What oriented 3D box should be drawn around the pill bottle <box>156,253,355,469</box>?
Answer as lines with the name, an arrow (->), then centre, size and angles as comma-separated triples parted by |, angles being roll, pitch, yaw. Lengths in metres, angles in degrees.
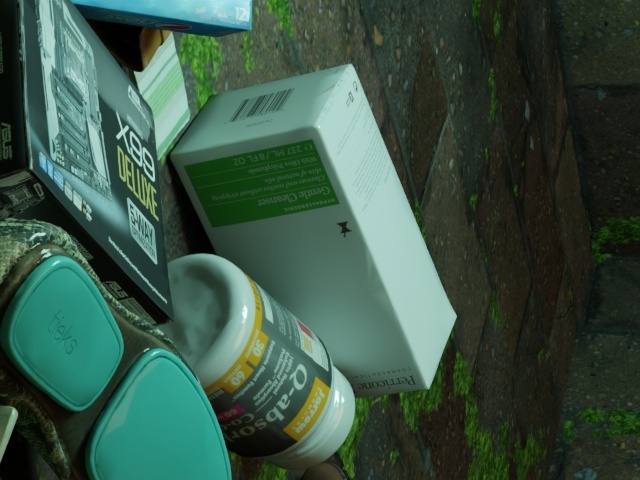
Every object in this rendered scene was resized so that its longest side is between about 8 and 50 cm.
pill bottle -> -0.082, 0.141, 1.830 | 0.278, 0.162, 0.162 | 43, 51, -49

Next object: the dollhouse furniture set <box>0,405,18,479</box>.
dollhouse furniture set -> -0.267, 0.277, 1.406 | 0.301, 0.151, 0.197 | 67, 31, -50

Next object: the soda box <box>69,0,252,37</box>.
soda box -> -0.169, -0.242, 1.589 | 0.210, 0.067, 0.071 | 4, 87, -35

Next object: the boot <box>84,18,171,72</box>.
boot -> -0.142, -0.267, 1.732 | 0.283, 0.109, 0.220 | 46, 53, -53

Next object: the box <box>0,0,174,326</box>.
box -> -0.228, -0.084, 1.491 | 0.307, 0.076, 0.242 | 57, 22, -58

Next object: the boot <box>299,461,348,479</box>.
boot -> -0.060, 0.378, 2.145 | 0.280, 0.096, 0.264 | 44, 59, -55

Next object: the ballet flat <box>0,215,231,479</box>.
ballet flat -> -0.224, 0.113, 1.472 | 0.164, 0.182, 0.483 | -55, 148, -18

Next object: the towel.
towel -> -0.180, -0.175, 1.801 | 0.113, 0.023, 0.152 | -62, 146, -55

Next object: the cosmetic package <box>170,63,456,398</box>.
cosmetic package -> 0.000, 0.000, 1.957 | 0.365, 0.197, 0.155 | 66, 28, -25
